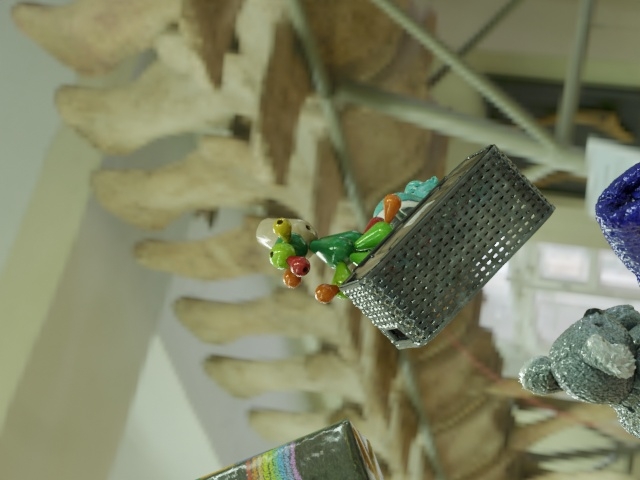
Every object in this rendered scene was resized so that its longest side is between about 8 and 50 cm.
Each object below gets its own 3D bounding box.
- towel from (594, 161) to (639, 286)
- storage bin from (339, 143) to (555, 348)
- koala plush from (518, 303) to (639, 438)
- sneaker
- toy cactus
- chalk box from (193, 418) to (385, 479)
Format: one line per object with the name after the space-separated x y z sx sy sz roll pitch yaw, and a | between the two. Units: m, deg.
0.434 -0.021 1.658 0.076 0.228 0.308 59 -170 34 | towel
0.114 0.007 1.398 0.180 0.084 0.122 -46 4 -11 | storage bin
0.388 0.164 1.992 0.221 0.196 0.203 7 -107 -35 | koala plush
0.139 -0.031 2.068 0.275 0.107 0.110 13 -129 -63 | sneaker
0.000 0.000 1.713 0.219 0.180 0.112 -18 -65 -45 | toy cactus
-0.061 0.332 1.623 0.179 0.289 0.180 55 -166 -73 | chalk box
